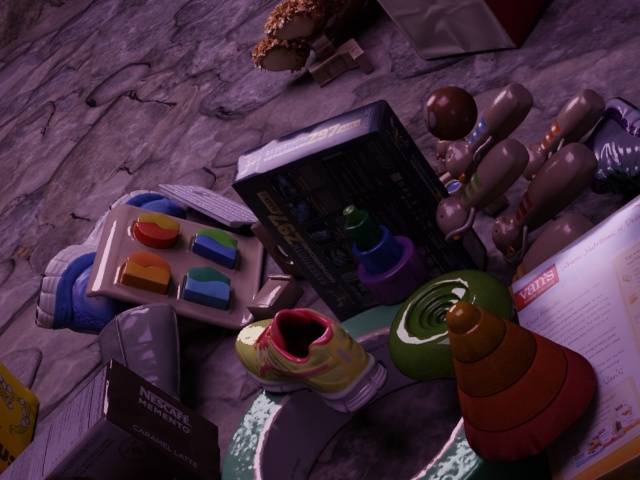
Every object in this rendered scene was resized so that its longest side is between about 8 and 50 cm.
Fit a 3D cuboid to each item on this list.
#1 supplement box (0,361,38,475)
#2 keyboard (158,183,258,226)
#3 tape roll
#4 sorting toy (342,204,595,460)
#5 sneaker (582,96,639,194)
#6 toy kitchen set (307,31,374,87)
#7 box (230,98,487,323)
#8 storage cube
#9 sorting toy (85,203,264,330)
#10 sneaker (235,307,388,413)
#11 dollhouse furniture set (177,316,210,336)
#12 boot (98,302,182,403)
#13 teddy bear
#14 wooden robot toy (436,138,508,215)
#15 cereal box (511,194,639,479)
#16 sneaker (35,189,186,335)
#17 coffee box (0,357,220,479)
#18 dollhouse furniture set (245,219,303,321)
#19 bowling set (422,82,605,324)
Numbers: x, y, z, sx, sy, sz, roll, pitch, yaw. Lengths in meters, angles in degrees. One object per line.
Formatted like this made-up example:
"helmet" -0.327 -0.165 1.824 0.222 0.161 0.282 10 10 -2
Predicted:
"supplement box" -0.563 0.272 1.605 0.357 0.194 0.195 -29 29 12
"keyboard" -0.147 -0.051 1.791 0.072 0.014 0.256 -5 16 -29
"tape roll" 0.057 0.189 1.191 0.321 0.077 0.321 -26 30 16
"sorting toy" 0.099 0.051 1.139 0.127 0.126 0.365 -40 29 -2
"sneaker" 0.332 -0.071 1.305 0.098 0.083 0.223 -50 20 8
"toy kitchen set" 0.022 -0.273 1.924 0.083 0.068 0.075 -34 29 4
"box" 0.044 -0.024 1.358 0.183 0.232 0.059 -20 35 28
"storage cube" 0.200 -0.386 1.763 0.184 0.215 0.193 2 52 47
"sorting toy" -0.176 0.025 1.603 0.208 0.038 0.193 11 34 -6
"sneaker" -0.024 0.097 1.236 0.208 0.094 0.081 6 51 53
"dollhouse furniture set" -0.176 0.132 1.595 0.114 0.091 0.081 -21 -18 -19
"boot" -0.232 0.183 1.455 0.190 0.076 0.208 -22 53 -2
"teddy bear" 0.007 -0.397 2.021 0.338 0.113 0.245 -49 -10 -13
"wooden robot toy" 0.155 -0.089 1.497 0.076 0.079 0.173 -32 28 6
"cereal box" 0.254 0.088 1.072 0.173 0.047 0.240 -38 36 31
"sneaker" -0.246 0.043 1.705 0.147 0.129 0.330 21 31 8
"coffee box" -0.228 0.255 1.261 0.246 0.141 0.098 -45 24 20
"dollhouse furniture set" 0.000 0.000 1.505 0.161 0.101 0.182 0 44 47
"bowling set" 0.171 -0.071 1.306 0.154 0.200 0.287 -52 11 40
